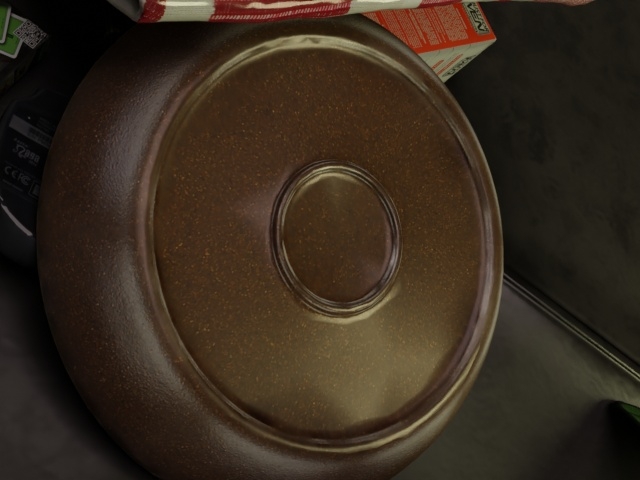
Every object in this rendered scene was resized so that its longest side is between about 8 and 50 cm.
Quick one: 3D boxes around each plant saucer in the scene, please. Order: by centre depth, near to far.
[{"bbox_3d":[0.000,0.000,0.504,0.310,0.050,0.311,4,82,-32],"label":"plant saucer"}]

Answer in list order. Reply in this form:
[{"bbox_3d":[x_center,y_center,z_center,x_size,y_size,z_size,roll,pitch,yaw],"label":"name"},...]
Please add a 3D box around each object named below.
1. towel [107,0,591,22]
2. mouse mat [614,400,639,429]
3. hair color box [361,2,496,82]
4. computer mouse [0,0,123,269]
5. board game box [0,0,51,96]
[{"bbox_3d":[-0.014,-0.186,0.555,0.329,0.037,0.237,-14,38,-35],"label":"towel"},{"bbox_3d":[0.304,0.177,0.606,0.152,0.007,0.190,21,16,-23],"label":"mouse mat"},{"bbox_3d":[0.050,-0.134,0.630,0.141,0.072,0.043,-18,80,-37],"label":"hair color box"},{"bbox_3d":[-0.140,-0.084,0.518,0.071,0.041,0.242,34,48,-26],"label":"computer mouse"},{"bbox_3d":[-0.266,-0.064,0.432,0.136,0.030,0.260,37,55,-8],"label":"board game box"}]
